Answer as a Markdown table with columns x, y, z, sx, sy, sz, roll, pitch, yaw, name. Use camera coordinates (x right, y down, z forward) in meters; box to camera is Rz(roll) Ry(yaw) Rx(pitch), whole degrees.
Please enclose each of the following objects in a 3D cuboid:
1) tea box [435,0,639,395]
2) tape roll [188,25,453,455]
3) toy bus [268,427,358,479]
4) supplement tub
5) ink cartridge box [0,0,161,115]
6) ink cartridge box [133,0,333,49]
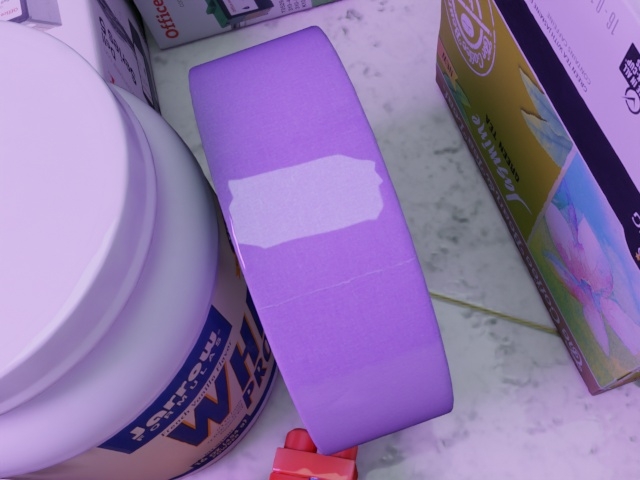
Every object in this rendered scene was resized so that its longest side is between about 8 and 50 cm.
| x | y | z | sx | sy | sz | roll | pitch | yaw | name |
| --- | --- | --- | --- | --- | --- | --- | --- | --- | --- |
| 0.244 | -0.107 | 0.468 | 0.219 | 0.323 | 0.329 | -20 | 67 | -1 | tea box |
| 0.000 | 0.000 | 0.485 | 0.090 | 0.275 | 0.275 | -19 | 68 | -1 | tape roll |
| -0.047 | 0.236 | 0.481 | 0.220 | 0.149 | 0.212 | 2 | 56 | 11 | toy bus |
| -0.163 | 0.037 | 0.464 | 0.235 | 0.325 | 0.236 | -2 | 69 | 6 | supplement tub |
| -0.226 | -0.167 | 0.619 | 0.114 | 0.198 | 0.273 | -16 | 68 | 0 | ink cartridge box |
| -0.085 | -0.289 | 0.670 | 0.219 | 0.160 | 0.093 | -16 | 68 | 2 | ink cartridge box |
